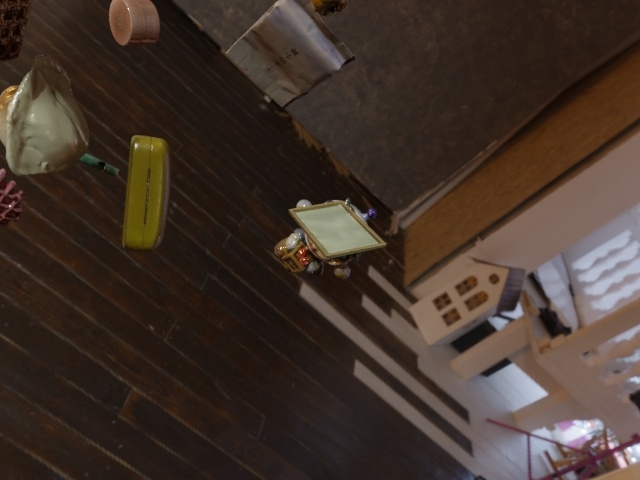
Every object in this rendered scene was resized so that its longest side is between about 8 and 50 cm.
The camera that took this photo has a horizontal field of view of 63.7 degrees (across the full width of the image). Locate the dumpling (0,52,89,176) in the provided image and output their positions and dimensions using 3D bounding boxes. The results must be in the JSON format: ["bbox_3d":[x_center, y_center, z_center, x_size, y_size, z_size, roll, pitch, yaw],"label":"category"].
[{"bbox_3d":[-0.762,-0.360,1.444,0.233,0.316,0.395,13,29,-8],"label":"dumpling"}]

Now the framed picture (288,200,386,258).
[{"bbox_3d":[0.031,-0.028,1.096,0.136,0.010,0.201,-11,35,-23],"label":"framed picture"}]

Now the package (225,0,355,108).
[{"bbox_3d":[-0.068,-0.439,1.203,0.204,0.251,0.062,43,44,-27],"label":"package"}]

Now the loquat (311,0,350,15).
[{"bbox_3d":[0.012,-0.566,1.135,0.137,0.137,0.113,54,28,6],"label":"loquat"}]

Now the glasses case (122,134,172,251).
[{"bbox_3d":[-0.561,-0.150,1.682,0.141,0.371,0.173,5,9,-22],"label":"glasses case"}]

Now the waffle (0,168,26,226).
[{"bbox_3d":[-0.962,-0.107,1.450,0.234,0.221,0.055,-14,45,-25],"label":"waffle"}]

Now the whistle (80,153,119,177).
[{"bbox_3d":[-0.816,-0.283,1.838,0.186,0.039,0.039,27,34,-25],"label":"whistle"}]

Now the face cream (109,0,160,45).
[{"bbox_3d":[-0.618,-0.725,1.711,0.104,0.149,0.149,-21,72,-44],"label":"face cream"}]

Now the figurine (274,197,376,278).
[{"bbox_3d":[-0.003,-0.002,1.558,0.261,0.382,0.186,47,48,-16],"label":"figurine"}]

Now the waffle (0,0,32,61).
[{"bbox_3d":[-0.775,-0.566,1.206,0.091,0.308,0.213,31,28,-6],"label":"waffle"}]
